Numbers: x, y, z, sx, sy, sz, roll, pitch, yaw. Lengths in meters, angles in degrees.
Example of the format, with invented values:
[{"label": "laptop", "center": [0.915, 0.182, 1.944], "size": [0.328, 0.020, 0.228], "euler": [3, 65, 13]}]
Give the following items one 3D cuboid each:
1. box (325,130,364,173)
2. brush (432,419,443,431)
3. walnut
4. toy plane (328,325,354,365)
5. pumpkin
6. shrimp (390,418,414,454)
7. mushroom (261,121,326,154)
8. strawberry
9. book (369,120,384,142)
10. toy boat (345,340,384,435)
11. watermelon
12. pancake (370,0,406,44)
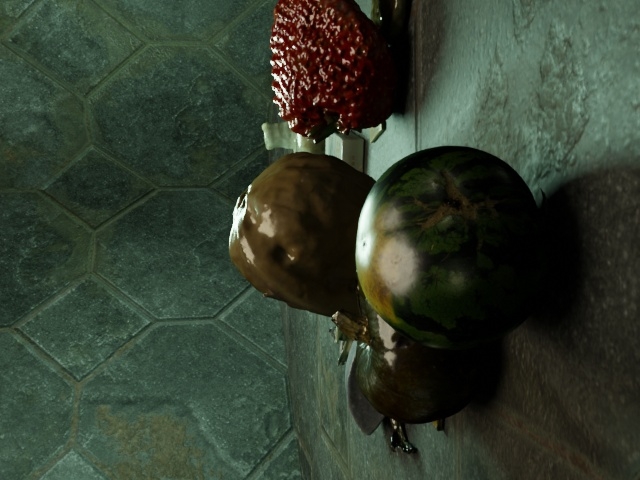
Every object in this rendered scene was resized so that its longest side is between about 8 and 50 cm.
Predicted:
[{"label": "box", "center": [0.064, -0.226, 2.011], "size": [0.233, 0.067, 0.150], "euler": [-123, 35, -70]}, {"label": "brush", "center": [0.192, 0.268, 1.483], "size": [0.336, 0.020, 0.086], "euler": [-118, 29, -69]}, {"label": "walnut", "center": [-0.007, -0.010, 1.558], "size": [0.383, 0.383, 0.384], "euler": [179, 90, -80]}, {"label": "toy plane", "center": [0.075, 0.209, 1.958], "size": [0.192, 0.088, 0.262], "euler": [26, -117, -70]}, {"label": "pumpkin", "center": [0.139, 0.162, 1.152], "size": [0.232, 0.242, 0.325], "euler": [-93, 1, -66]}, {"label": "shrimp", "center": [0.166, 0.373, 1.530], "size": [0.219, 0.046, 0.152], "euler": [90, 174, -57]}, {"label": "mushroom", "center": [-0.075, -0.346, 2.327], "size": [0.243, 0.243, 0.244], "euler": [179, 90, -80]}, {"label": "strawberry", "center": [0.029, -0.406, 1.592], "size": [0.312, 0.267, 0.351], "euler": [-5, 105, 47]}, {"label": "book", "center": [0.133, -0.336, 1.758], "size": [0.118, 0.012, 0.172], "euler": [141, 127, -77]}, {"label": "toy boat", "center": [0.115, 0.328, 1.746], "size": [0.293, 0.111, 0.276], "euler": [50, -141, -87]}, {"label": "watermelon", "center": [0.169, 0.014, 0.939], "size": [0.269, 0.268, 0.269], "euler": [179, 90, -80]}, {"label": "pancake", "center": [0.147, -0.536, 1.570], "size": [0.236, 0.042, 0.223], "euler": [-104, 17, -48]}]
